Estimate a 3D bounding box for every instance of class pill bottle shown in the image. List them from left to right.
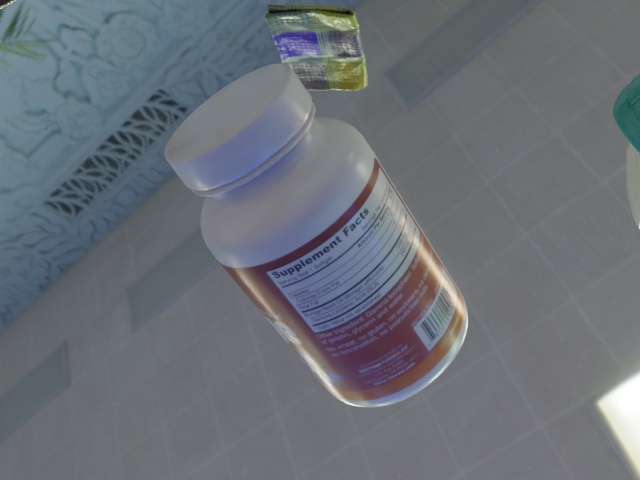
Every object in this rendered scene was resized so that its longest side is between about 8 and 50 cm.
[{"bbox_3d":[0.000,0.000,0.457,0.121,0.216,0.121,-27,-150,17],"label":"pill bottle"}]

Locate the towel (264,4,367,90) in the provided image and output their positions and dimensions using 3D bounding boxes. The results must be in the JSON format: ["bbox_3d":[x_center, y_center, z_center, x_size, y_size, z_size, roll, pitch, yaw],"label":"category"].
[{"bbox_3d":[-0.001,-0.123,0.456,0.060,0.083,0.009,5,-111,10],"label":"towel"}]

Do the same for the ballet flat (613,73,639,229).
[{"bbox_3d":[0.234,-0.018,0.404,0.087,0.247,0.083,-20,-136,33],"label":"ballet flat"}]

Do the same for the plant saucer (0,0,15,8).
[{"bbox_3d":[-0.520,-0.383,0.947,0.277,0.278,0.041,-24,-95,30],"label":"plant saucer"}]
